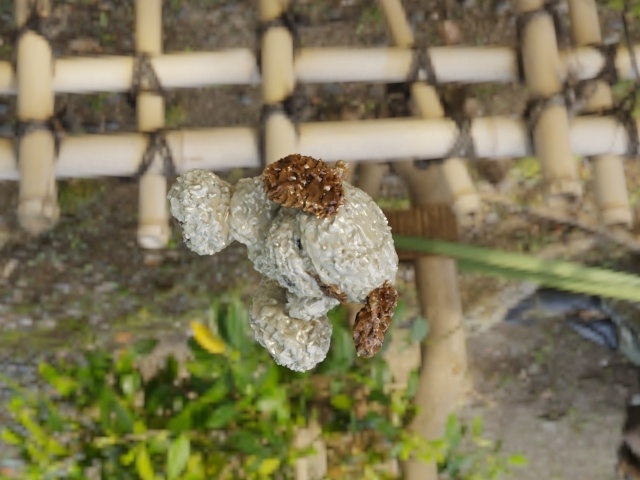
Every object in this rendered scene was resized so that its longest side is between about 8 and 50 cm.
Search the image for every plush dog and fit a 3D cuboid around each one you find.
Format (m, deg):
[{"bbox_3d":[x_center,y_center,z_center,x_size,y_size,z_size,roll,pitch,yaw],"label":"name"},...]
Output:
[{"bbox_3d":[0.000,0.000,1.403,0.262,0.210,0.225,57,162,-21],"label":"plush dog"}]
